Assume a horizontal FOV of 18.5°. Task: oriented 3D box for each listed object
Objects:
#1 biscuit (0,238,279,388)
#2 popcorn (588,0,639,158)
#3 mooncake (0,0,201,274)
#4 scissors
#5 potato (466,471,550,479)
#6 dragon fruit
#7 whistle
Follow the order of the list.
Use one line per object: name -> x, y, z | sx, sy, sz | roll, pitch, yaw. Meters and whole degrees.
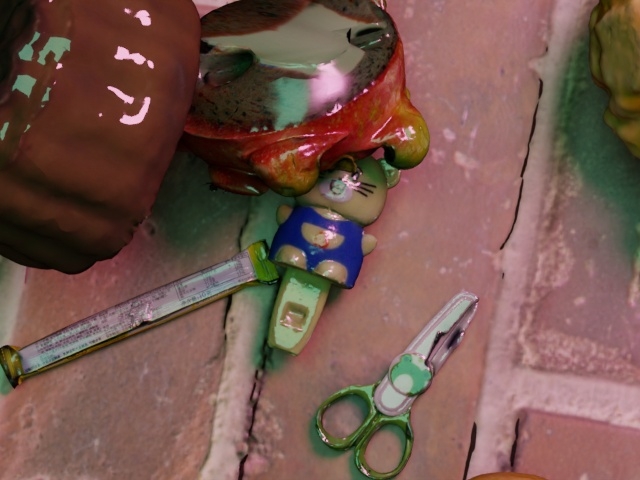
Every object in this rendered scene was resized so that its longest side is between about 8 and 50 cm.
biscuit -> -0.182, 0.072, 1.942 | 0.292, 0.026, 0.048 | -22, 75, 2
popcorn -> 0.416, -0.186, 1.825 | 0.334, 0.293, 0.292 | -9, 124, 7
mooncake -> -0.267, -0.140, 1.831 | 0.187, 0.324, 0.324 | 23, 82, -35
scissors -> 0.085, 0.131, 1.904 | 0.101, 0.027, 0.204 | 37, 88, 7
potato -> 0.161, 0.409, 1.782 | 0.296, 0.290, 0.397 | 54, 131, 39
dragon fruit -> -0.032, -0.150, 1.872 | 0.295, 0.130, 0.268 | 12, 41, 18
whistle -> 0.000, 0.000, 1.904 | 0.105, 0.085, 0.227 | 20, 84, 3
